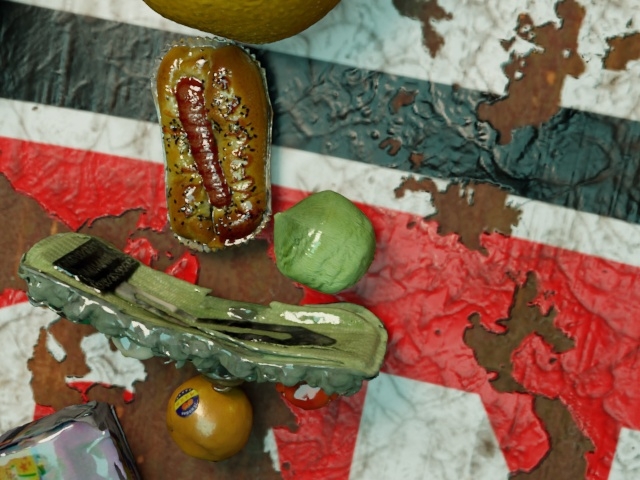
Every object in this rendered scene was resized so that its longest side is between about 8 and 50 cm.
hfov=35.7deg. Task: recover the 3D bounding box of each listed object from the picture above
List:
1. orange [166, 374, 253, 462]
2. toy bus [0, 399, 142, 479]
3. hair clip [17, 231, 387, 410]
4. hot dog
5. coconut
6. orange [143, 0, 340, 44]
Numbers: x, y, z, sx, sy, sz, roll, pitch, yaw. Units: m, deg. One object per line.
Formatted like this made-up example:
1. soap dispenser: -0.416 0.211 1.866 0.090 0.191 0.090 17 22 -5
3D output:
1. orange: -0.101 0.163 0.913 0.084 0.083 0.083 1 100 9
2. toy bus: -0.203 0.315 0.944 0.138 0.112 0.316 -23 96 2
3. hair clip: -0.105 0.082 0.876 0.322 0.138 0.091 16 112 7
4. hot dog: -0.094 -0.085 0.883 0.108 0.059 0.191 -2 101 14
5. coconut: 0.000 0.000 0.867 0.096 0.088 0.087 33 104 -19
6. orange: -0.058 -0.269 0.765 0.236 0.236 0.236 1 100 9
